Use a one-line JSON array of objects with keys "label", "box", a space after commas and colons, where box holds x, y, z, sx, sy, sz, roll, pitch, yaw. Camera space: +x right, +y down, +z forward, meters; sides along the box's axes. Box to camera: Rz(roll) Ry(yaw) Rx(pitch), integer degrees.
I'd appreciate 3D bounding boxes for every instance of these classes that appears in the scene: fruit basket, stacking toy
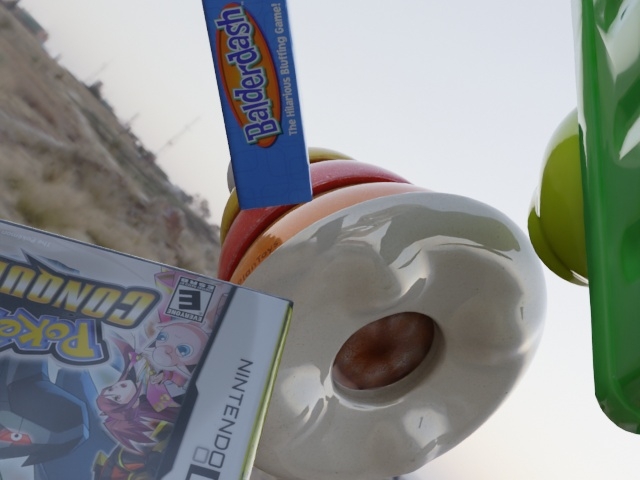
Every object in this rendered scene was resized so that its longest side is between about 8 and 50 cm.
[{"label": "fruit basket", "box": [0.285, -0.050, 0.559, 0.283, 0.392, 0.392, -2, -28, 15]}, {"label": "stacking toy", "box": [0.000, 0.000, 0.938, 0.350, 0.351, 0.480, 52, 5, -39]}]

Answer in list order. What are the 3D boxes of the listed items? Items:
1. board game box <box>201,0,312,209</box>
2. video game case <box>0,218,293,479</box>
[{"label": "board game box", "box": [-0.041, -0.139, 0.519, 0.210, 0.047, 0.160, -96, 179, -60]}, {"label": "video game case", "box": [-0.170, 0.091, 0.445, 0.275, 0.248, 0.035, 16, -48, -1]}]
